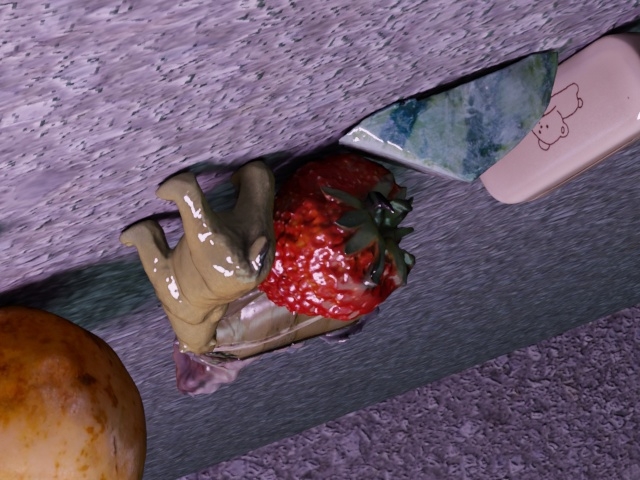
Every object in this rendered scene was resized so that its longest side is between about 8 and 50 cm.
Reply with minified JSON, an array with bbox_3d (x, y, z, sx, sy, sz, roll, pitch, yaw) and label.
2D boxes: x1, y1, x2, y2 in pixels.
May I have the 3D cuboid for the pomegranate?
[{"bbox_3d":[-0.251,0.173,1.543,0.248,0.248,0.248,-22,169,-4],"label":"pomegranate"}]

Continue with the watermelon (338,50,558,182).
[{"bbox_3d":[0.105,-0.091,1.484,0.180,0.081,0.094,-19,-164,7],"label":"watermelon"}]

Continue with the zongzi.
[{"bbox_3d":[-0.030,0.022,1.638,0.194,0.099,0.197,-19,158,-20],"label":"zongzi"}]

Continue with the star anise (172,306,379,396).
[{"bbox_3d":[-0.052,0.080,1.870,0.236,0.093,0.229,-28,168,16],"label":"star anise"}]

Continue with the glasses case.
[{"bbox_3d":[0.201,-0.097,1.550,0.050,0.083,0.196,-10,162,-43],"label":"glasses case"}]

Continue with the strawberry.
[{"bbox_3d":[-0.001,-0.005,1.497,0.148,0.131,0.131,8,-174,30],"label":"strawberry"}]

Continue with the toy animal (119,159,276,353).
[{"bbox_3d":[-0.087,0.019,1.470,0.103,0.101,0.219,-19,169,-28],"label":"toy animal"}]
